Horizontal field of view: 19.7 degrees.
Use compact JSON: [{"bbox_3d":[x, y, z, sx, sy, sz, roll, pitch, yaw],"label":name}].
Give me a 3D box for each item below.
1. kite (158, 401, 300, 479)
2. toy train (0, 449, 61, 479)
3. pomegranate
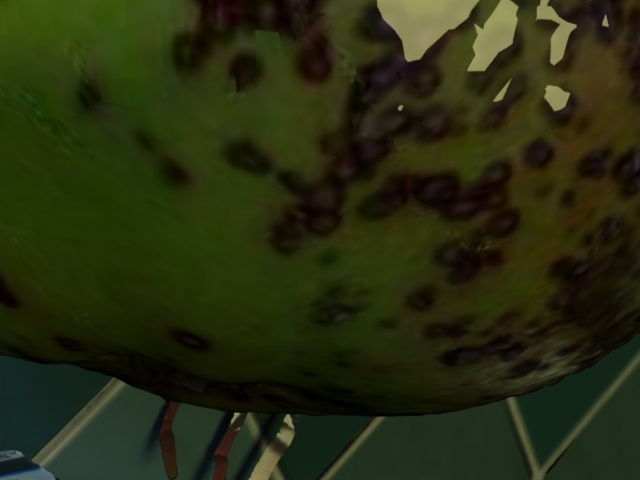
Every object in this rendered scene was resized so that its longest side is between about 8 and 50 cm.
[{"bbox_3d":[-0.002,-0.001,0.726,0.127,0.016,0.229,34,79,-47],"label":"kite"},{"bbox_3d":[-0.194,0.109,0.545,0.252,0.048,0.055,-7,119,-39],"label":"toy train"},{"bbox_3d":[-0.006,-0.125,0.489,0.285,0.285,0.341,24,68,-50],"label":"pomegranate"}]
